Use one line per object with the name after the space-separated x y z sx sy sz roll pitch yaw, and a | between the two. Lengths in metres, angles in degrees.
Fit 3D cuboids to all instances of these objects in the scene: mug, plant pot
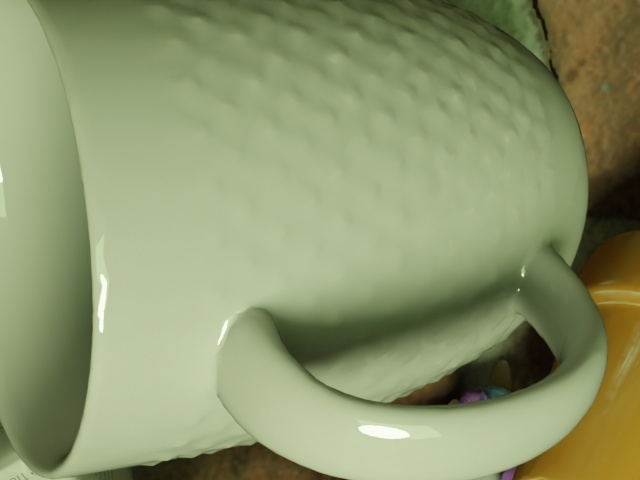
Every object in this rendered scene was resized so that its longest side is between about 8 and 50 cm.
0.000 0.000 0.730 0.328 0.374 0.276 -7 124 -28 | mug
0.228 0.129 0.870 0.188 0.205 0.205 -51 122 -27 | plant pot

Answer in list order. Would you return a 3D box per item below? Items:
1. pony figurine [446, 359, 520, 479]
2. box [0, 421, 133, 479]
0.049 0.288 0.941 0.351 0.303 0.363 -8 96 -37 | pony figurine
-0.228 0.167 0.862 0.181 0.182 0.119 -30 118 2 | box
